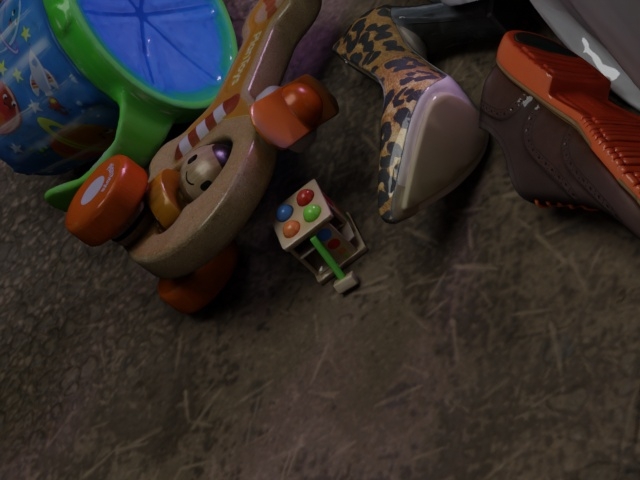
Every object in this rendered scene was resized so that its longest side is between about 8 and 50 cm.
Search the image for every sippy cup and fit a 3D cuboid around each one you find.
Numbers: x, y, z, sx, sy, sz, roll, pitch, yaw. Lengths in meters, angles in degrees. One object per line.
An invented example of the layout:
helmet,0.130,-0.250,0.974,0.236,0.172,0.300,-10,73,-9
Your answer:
sippy cup,-0.240,-0.182,1.683,0.224,0.240,0.305,-30,16,34

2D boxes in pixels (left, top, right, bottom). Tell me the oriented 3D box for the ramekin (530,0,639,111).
ramekin,0.242,-0.228,1.252,0.127,0.273,0.273,-38,39,-7

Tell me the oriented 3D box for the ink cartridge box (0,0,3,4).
ink cartridge box,-0.390,-0.346,2.011,0.127,0.128,0.176,-37,39,12

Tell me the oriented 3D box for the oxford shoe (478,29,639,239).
oxford shoe,0.210,-0.054,1.282,0.271,0.097,0.098,56,130,46

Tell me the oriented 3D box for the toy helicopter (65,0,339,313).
toy helicopter,-0.067,-0.118,1.502,0.235,0.140,0.355,-26,33,45

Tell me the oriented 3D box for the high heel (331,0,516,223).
high heel,0.053,-0.106,1.445,0.186,0.093,0.261,-7,45,40

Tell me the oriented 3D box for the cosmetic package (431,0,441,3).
cosmetic package,0.102,-0.325,1.535,0.151,0.151,0.184,-48,40,-2

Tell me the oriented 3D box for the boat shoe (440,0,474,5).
boat shoe,0.218,-0.310,1.411,0.306,0.105,0.113,-28,20,10

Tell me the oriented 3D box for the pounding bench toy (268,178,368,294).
pounding bench toy,0.000,0.000,1.421,0.052,0.065,0.083,-37,40,11
